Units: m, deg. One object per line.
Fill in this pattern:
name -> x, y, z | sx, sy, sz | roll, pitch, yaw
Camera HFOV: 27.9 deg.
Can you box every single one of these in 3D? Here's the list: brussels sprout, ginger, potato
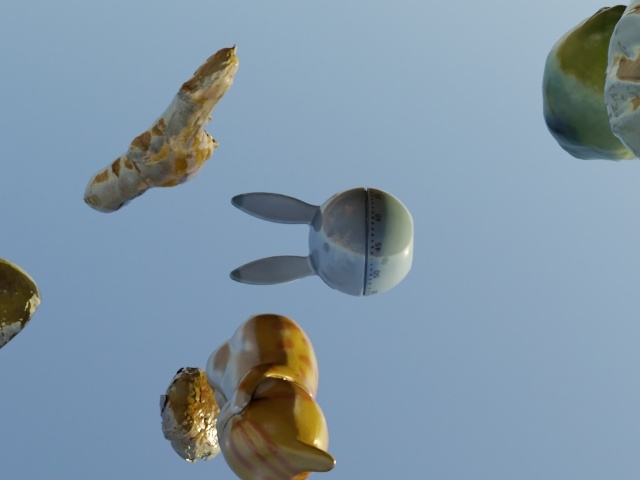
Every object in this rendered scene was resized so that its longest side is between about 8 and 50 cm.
brussels sprout -> 0.275, -0.136, 1.222 | 0.122, 0.152, 0.149 | -35, -167, -15
ginger -> -0.189, -0.128, 1.636 | 0.147, 0.334, 0.081 | -1, -116, -31
potato -> -0.519, 0.109, 1.724 | 0.298, 0.176, 0.141 | -15, -143, -17

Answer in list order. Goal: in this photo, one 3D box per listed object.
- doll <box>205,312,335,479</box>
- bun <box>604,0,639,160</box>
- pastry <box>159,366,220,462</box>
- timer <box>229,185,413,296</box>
doll -> -0.073, 0.226, 1.784 | 0.162, 0.167, 0.270 | 31, -151, -21
bun -> 0.338, -0.122, 0.969 | 0.259, 0.259, 0.160 | 30, -172, 28
pastry -> -0.197, 0.277, 2.066 | 0.081, 0.153, 0.153 | 1, -162, 29
timer -> 0.015, -0.001, 1.857 | 0.255, 0.175, 0.175 | 4, -159, 22
